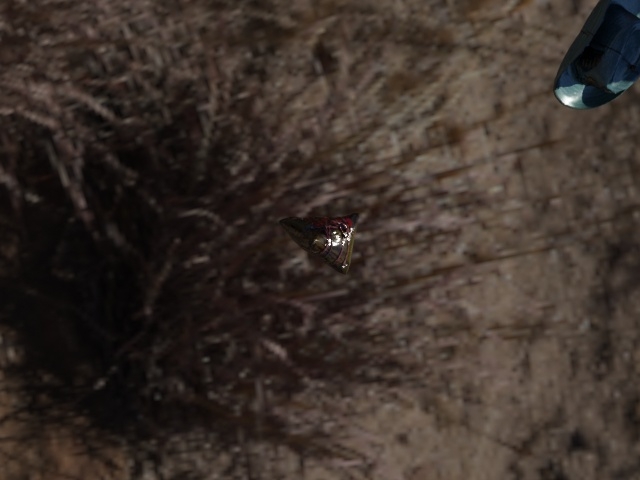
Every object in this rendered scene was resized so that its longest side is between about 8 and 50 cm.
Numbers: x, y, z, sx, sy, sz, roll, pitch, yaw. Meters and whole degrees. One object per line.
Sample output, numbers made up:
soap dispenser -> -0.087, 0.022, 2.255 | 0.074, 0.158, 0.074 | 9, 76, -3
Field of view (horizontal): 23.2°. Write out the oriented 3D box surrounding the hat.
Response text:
hat -> 0.396, -0.251, 2.078 | 0.138, 0.078, 0.191 | 31, 93, -49

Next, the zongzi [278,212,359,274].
zongzi -> 0.000, 0.000, 1.623 | 0.083, 0.073, 0.067 | 14, 101, -12
